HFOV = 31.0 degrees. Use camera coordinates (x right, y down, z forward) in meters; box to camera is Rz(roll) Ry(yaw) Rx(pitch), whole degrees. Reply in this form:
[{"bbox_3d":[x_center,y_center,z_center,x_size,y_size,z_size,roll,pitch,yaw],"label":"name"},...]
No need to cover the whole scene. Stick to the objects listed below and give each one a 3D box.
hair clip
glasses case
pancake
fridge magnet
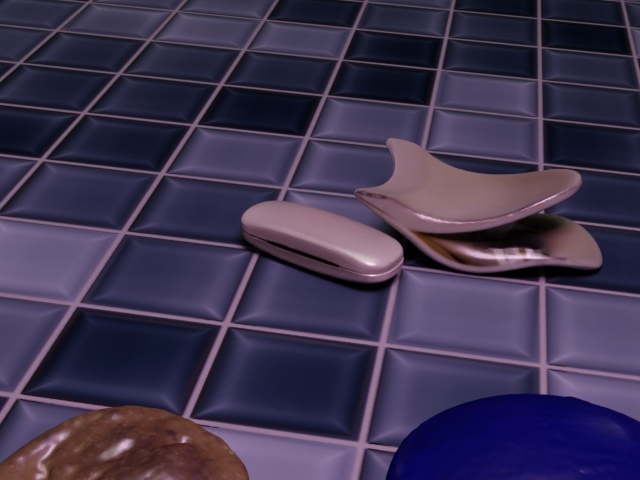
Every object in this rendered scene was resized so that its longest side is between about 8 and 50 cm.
[{"bbox_3d":[0.197,-0.034,1.379,0.282,0.113,0.172,5,28,15],"label":"hair clip"},{"bbox_3d":[0.000,0.000,1.339,0.204,0.051,0.081,20,32,28],"label":"glasses case"},{"bbox_3d":[-0.169,0.211,0.945,0.242,0.050,0.242,2,28,-1],"label":"pancake"},{"bbox_3d":[0.182,0.216,0.908,0.266,0.112,0.265,2,28,-1],"label":"fridge magnet"}]
